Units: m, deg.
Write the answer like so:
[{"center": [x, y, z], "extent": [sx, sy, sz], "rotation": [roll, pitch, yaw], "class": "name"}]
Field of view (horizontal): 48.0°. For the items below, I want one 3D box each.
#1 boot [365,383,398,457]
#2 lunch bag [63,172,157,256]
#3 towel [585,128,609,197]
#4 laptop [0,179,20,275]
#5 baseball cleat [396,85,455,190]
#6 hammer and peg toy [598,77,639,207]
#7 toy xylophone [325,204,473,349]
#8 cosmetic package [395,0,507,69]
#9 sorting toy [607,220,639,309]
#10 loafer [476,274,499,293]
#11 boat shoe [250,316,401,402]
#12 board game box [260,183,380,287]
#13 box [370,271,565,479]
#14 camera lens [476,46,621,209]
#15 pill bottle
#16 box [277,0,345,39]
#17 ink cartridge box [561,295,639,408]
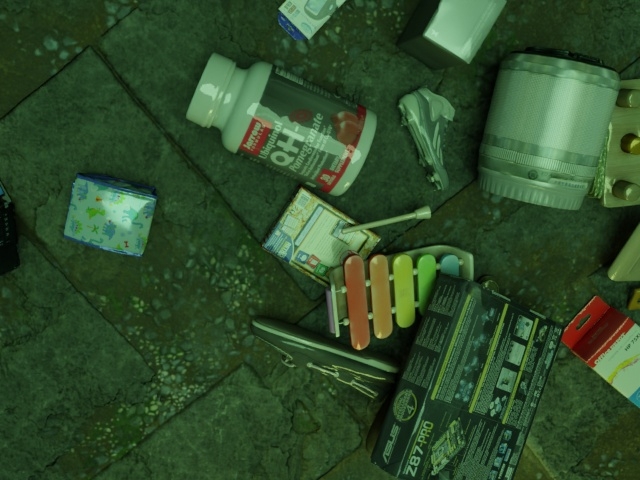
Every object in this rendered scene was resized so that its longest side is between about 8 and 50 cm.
[{"center": [0.179, 0.325, 1.490], "extent": [0.305, 0.112, 0.115], "rotation": [-54, 143, 0], "class": "boot"}, {"center": [-0.396, -0.051, 1.353], "extent": [0.151, 0.096, 0.128], "rotation": [11, 102, -20], "class": "lunch bag"}, {"center": [0.540, -0.160, 1.443], "extent": [0.027, 0.110, 0.148], "rotation": [-2, 101, -9], "class": "towel"}, {"center": [-0.693, -0.033, 1.296], "extent": [0.234, 0.264, 0.136], "rotation": [-24, 142, -1], "class": "laptop"}, {"center": [0.230, -0.203, 1.411], "extent": [0.110, 0.072, 0.205], "rotation": [-29, 109, -7], "class": "baseball cleat"}, {"center": [0.738, -0.200, 1.447], "extent": [0.362, 0.127, 0.265], "rotation": [-5, 104, -6], "class": "hammer and peg toy"}, {"center": [0.147, 0.069, 1.428], "extent": [0.323, 0.081, 0.236], "rotation": [-20, 115, -12], "class": "toy xylophone"}, {"center": [0.224, -0.384, 1.279], "extent": [0.107, 0.238, 0.127], "rotation": [29, 99, -13], "class": "cosmetic package"}, {"center": [0.710, 0.011, 1.484], "extent": [0.196, 0.047, 0.347], "rotation": [3, 132, -14], "class": "sorting toy"}, {"center": [0.347, 0.147, 1.520], "extent": [0.056, 0.050, 0.147], "rotation": [8, 102, -9], "class": "loafer"}, {"center": [0.005, 0.249, 1.469], "extent": [0.335, 0.112, 0.095], "rotation": [20, 95, -15], "class": "boat shoe"}, {"center": [0.000, 0.000, 1.442], "extent": [0.194, 0.045, 0.146], "rotation": [33, 97, -14], "class": "board game box"}, {"center": [0.303, 0.300, 1.425], "extent": [0.318, 0.097, 0.394], "rotation": [24, 84, -34], "class": "box"}, {"center": [0.424, -0.213, 1.355], "extent": [0.220, 0.219, 0.274], "rotation": [9, 102, -10], "class": "camera lens"}, {"center": [-0.073, -0.218, 1.313], "extent": [0.319, 0.176, 0.176], "rotation": [22, 100, -12], "class": "pill bottle"}, {"center": [-0.016, -0.441, 1.344], "extent": [0.081, 0.028, 0.136], "rotation": [42, 93, -15], "class": "box"}, {"center": [0.651, 0.242, 1.568], "extent": [0.231, 0.078, 0.134], "rotation": [38, 96, -14], "class": "ink cartridge box"}]
